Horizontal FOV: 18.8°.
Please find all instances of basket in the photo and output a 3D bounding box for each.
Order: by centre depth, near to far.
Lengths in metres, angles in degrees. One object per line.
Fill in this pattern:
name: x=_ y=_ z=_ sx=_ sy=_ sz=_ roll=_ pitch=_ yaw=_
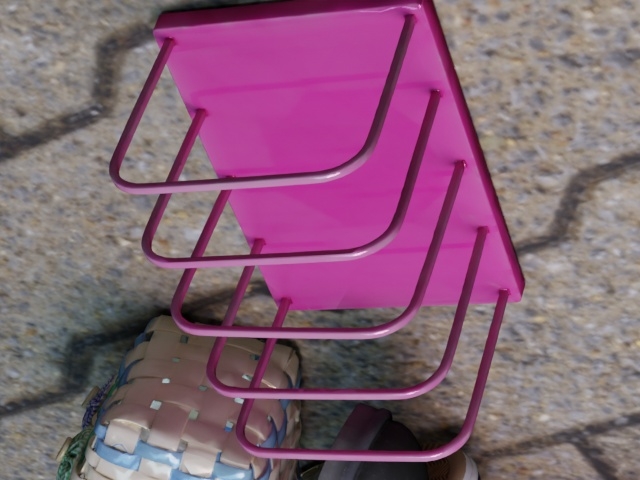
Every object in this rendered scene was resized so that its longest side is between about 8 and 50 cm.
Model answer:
basket: x=-0.120 y=0.224 z=1.601 sx=0.201 sy=0.255 sz=0.289 roll=11 pitch=119 yaw=6

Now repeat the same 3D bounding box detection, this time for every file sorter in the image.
file sorter: x=0.000 y=0.000 z=1.362 sx=0.202 sy=0.182 sz=0.290 roll=-3 pitch=134 yaw=22

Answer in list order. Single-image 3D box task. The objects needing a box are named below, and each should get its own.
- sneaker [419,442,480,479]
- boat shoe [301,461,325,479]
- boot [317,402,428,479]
sneaker: x=0.095 y=0.277 z=1.687 sx=0.153 sy=0.099 sz=0.282 roll=33 pitch=140 yaw=-13
boat shoe: x=-0.019 y=0.238 z=1.724 sx=0.050 sy=0.045 sz=0.135 roll=44 pitch=130 yaw=-12
boot: x=0.201 y=0.334 z=1.488 sx=0.445 sy=0.146 sz=0.367 roll=16 pitch=125 yaw=14
